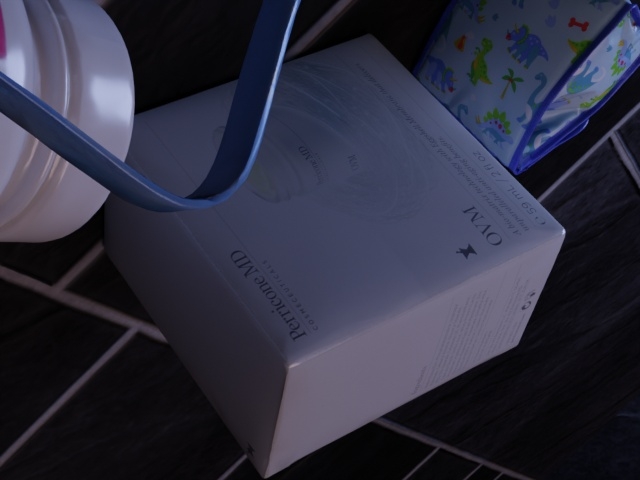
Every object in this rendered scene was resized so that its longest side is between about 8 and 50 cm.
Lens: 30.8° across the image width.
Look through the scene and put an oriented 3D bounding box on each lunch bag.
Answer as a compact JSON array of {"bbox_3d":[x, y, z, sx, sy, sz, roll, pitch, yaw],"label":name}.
[{"bbox_3d":[0.157,-0.144,0.882,0.151,0.129,0.096,-49,149,14],"label":"lunch bag"}]

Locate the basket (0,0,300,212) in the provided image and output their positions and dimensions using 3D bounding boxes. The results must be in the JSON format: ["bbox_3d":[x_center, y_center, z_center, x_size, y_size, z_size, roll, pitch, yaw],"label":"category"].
[{"bbox_3d":[-0.101,-0.179,0.393,0.289,0.201,0.255,31,66,-32],"label":"basket"}]

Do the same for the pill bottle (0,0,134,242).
[{"bbox_3d":[-0.229,-0.074,0.503,0.283,0.160,0.160,5,128,-52],"label":"pill bottle"}]

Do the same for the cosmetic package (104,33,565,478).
[{"bbox_3d":[0.000,0.000,0.799,0.224,0.224,0.138,-25,147,-26],"label":"cosmetic package"}]
